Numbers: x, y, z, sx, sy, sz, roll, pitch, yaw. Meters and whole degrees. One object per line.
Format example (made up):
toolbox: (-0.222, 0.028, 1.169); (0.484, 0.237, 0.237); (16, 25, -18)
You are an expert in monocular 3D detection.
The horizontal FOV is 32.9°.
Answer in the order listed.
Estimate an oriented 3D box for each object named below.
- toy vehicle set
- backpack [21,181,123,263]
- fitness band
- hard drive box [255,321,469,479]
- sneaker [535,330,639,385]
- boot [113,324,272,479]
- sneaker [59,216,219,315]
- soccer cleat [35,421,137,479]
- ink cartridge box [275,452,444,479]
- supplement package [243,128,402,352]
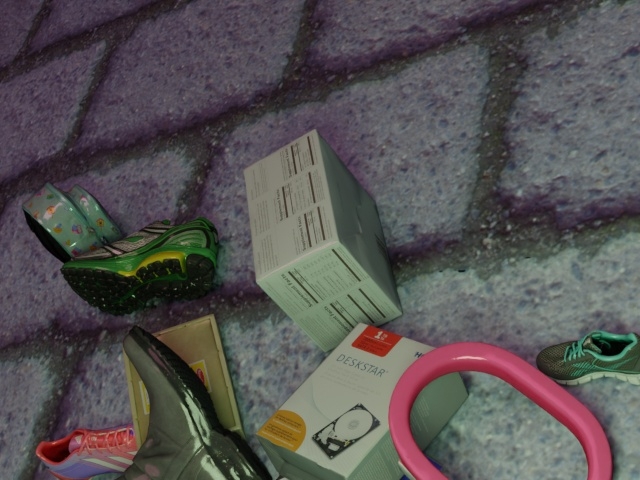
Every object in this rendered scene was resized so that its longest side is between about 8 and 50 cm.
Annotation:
toy vehicle set: (-0.226, 0.243, 1.761); (0.165, 0.035, 0.267); (-18, 41, -2)
backpack: (-0.499, -0.032, 2.170); (0.144, 0.188, 0.166); (-48, 38, -6)
fitness band: (0.216, 0.246, 1.330); (0.209, 0.054, 0.291); (-44, 60, -15)
hard drive box: (0.058, 0.237, 1.478); (0.181, 0.089, 0.232); (14, 49, 44)
sneaker: (0.346, 0.140, 1.375); (0.166, 0.076, 0.065); (-8, 49, 36)
boot: (-0.248, 0.308, 1.600); (0.222, 0.118, 0.338); (-40, 70, 2)
sneaker: (-0.332, 0.043, 2.027); (0.343, 0.134, 0.146); (-8, 43, 24)
soccer cleat: (-0.354, 0.339, 1.783); (0.248, 0.095, 0.083); (-21, 44, 26)
ink cartridge box: (0.034, 0.341, 1.488); (0.208, 0.045, 0.206); (-52, 39, -12)
supplement package: (0.000, 0.000, 1.698); (0.145, 0.204, 0.262); (-27, 42, 16)
